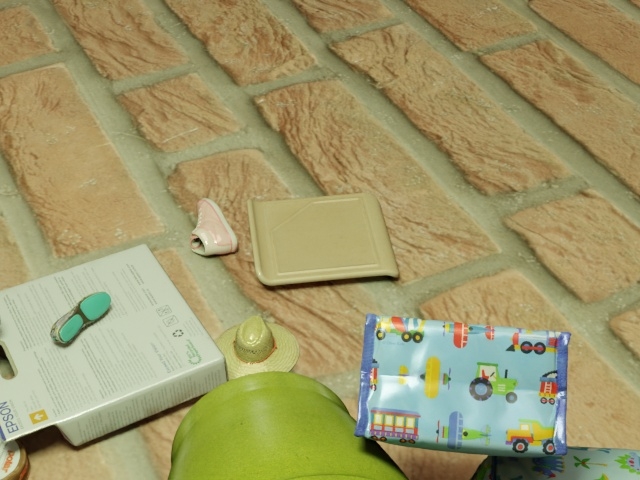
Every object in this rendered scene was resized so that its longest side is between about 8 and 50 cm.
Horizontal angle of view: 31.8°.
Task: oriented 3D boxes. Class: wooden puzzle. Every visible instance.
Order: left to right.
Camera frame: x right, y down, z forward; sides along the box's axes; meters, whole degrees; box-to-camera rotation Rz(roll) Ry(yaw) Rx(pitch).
[{"bbox_3d":[0.000,0.000,1.903,0.238,0.044,0.221,-1,39,-8],"label":"wooden puzzle"}]

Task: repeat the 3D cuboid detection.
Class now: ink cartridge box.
[{"bbox_3d":[-0.351,0.159,1.681,0.330,0.071,0.324,-20,41,-19],"label":"ink cartridge box"}]

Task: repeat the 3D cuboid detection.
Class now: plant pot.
[{"bbox_3d":[-0.038,0.340,1.280,0.366,0.367,0.353,-8,28,-10],"label":"plant pot"}]

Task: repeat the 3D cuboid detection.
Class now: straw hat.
[{"bbox_3d":[-0.100,0.150,1.698,0.144,0.061,0.144,-1,39,1],"label":"straw hat"}]

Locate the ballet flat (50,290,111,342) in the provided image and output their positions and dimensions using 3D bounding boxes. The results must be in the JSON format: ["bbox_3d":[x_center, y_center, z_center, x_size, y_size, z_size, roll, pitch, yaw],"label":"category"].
[{"bbox_3d":[-0.359,0.111,1.661,0.041,0.041,0.114,21,41,24],"label":"ballet flat"}]

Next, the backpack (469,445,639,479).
[{"bbox_3d":[0.328,0.366,1.304,0.355,0.273,0.290,-7,23,18],"label":"backpack"}]

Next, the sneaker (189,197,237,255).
[{"bbox_3d":[-0.200,-0.022,1.918,0.070,0.051,0.134,-15,45,-24],"label":"sneaker"}]

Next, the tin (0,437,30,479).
[{"bbox_3d":[-0.493,0.305,1.534,0.189,0.040,0.106,4,44,5],"label":"tin"}]

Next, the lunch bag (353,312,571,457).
[{"bbox_3d":[0.159,0.188,1.311,0.220,0.293,0.138,5,75,5],"label":"lunch bag"}]
